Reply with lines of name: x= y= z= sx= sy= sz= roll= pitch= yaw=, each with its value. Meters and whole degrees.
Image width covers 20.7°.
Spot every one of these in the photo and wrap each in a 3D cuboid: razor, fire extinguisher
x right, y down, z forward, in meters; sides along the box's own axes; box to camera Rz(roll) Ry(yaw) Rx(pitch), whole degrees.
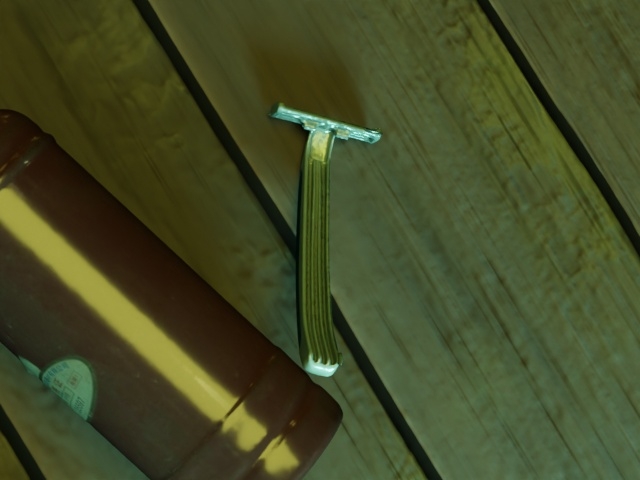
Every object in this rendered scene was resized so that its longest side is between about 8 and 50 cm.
razor: x=-0.001 y=0.002 z=1.005 sx=0.068 sy=0.037 sz=0.191 roll=13 pitch=50 yaw=-15
fire extinguisher: x=-0.156 y=0.026 z=0.945 sx=0.344 sy=0.102 sz=0.138 roll=42 pitch=103 yaw=-4
